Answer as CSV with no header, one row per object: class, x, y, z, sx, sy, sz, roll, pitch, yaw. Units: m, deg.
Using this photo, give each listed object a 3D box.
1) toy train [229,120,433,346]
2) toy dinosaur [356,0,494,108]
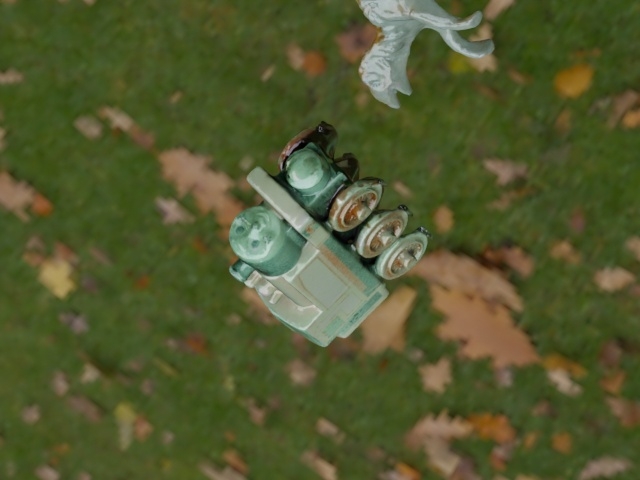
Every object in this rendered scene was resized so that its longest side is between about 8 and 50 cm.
toy train,0.000,0.000,1.320,0.081,0.125,0.194,44,-179,28
toy dinosaur,0.103,-0.265,1.459,0.205,0.092,0.393,4,128,21
